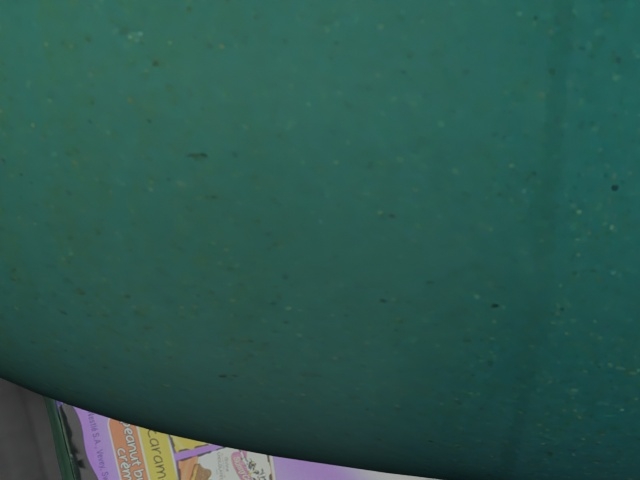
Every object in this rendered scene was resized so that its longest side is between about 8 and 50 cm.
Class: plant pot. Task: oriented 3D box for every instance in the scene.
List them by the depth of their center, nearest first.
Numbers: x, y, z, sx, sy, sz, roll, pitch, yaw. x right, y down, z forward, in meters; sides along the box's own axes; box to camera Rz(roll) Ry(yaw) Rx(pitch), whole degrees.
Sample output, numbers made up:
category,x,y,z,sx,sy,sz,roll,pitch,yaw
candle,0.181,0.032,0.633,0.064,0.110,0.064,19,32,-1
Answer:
category,x,y,z,sx,sy,sz,roll,pitch,yaw
plant pot,-0.029,-0.075,0.473,0.255,0.272,0.272,3,121,2

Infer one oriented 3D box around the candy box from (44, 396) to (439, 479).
category,x,y,z,sx,sy,sz,roll,pitch,yaw
candy box,0.000,0.000,0.648,0.196,0.070,0.165,-14,105,-12
